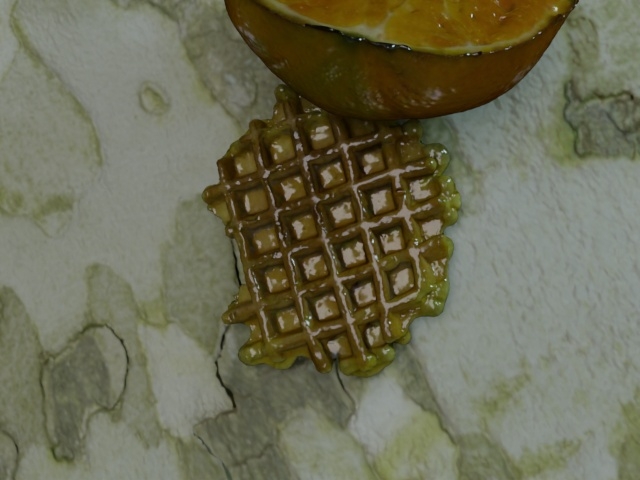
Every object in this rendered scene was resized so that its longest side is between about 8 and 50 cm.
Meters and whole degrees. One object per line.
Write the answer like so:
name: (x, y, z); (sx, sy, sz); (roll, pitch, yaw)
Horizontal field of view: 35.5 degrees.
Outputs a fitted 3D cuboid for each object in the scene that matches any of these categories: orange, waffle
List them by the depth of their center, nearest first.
orange: (0.055, -0.236, 0.958); (0.310, 0.274, 0.274); (34, 93, -19)
waffle: (0.001, -0.010, 1.046); (0.281, 0.058, 0.301); (6, 86, 15)
